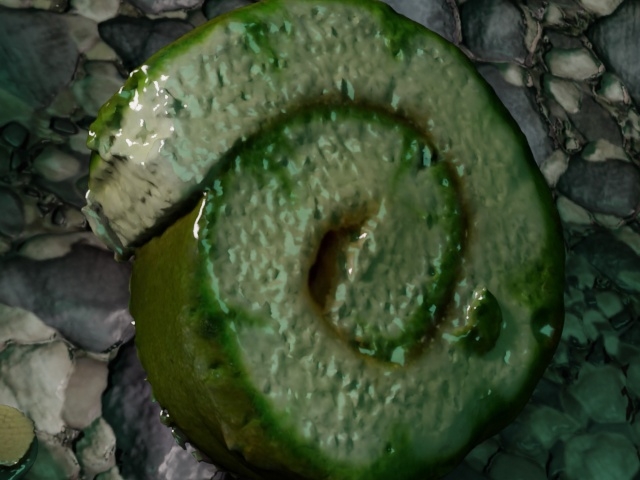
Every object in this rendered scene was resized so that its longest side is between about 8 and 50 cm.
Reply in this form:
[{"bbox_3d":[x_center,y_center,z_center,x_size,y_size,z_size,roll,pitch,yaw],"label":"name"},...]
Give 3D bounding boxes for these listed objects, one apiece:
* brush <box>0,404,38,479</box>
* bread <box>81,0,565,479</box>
[{"bbox_3d":[-0.230,0.231,1.149,0.062,0.027,0.266,4,59,-5],"label":"brush"},{"bbox_3d":[0.000,0.000,1.266,0.382,0.129,0.366,28,65,-17],"label":"bread"}]
